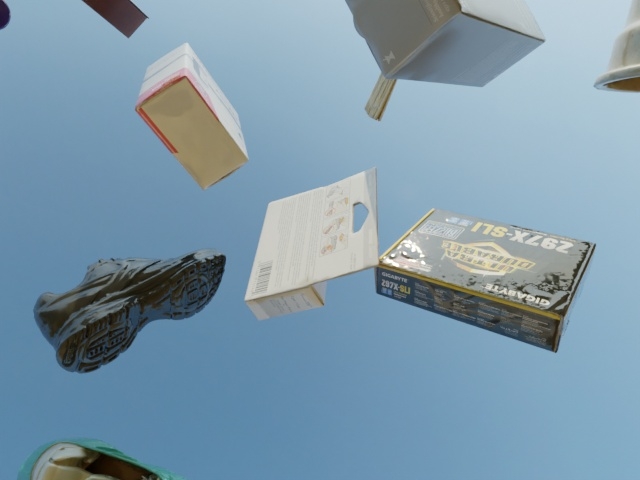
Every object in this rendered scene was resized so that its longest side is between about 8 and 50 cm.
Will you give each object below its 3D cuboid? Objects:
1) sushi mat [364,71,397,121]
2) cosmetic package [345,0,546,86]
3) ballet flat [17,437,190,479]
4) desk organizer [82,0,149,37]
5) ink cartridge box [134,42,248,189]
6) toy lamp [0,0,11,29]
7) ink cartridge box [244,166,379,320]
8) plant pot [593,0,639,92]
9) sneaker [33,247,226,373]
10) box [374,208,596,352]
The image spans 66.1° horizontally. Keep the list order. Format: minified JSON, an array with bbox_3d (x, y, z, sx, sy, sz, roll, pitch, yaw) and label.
[{"bbox_3d":[0.167,-0.398,0.992,0.019,0.151,0.316,18,-66,-14],"label":"sushi mat"},{"bbox_3d":[0.141,-0.251,0.544,0.238,0.107,0.127,-18,-101,-50],"label":"cosmetic package"},{"bbox_3d":[-0.247,0.262,0.535,0.247,0.087,0.083,6,-121,18],"label":"ballet flat"},{"bbox_3d":[-0.333,-0.378,0.774,0.050,0.130,0.047,-45,-100,5],"label":"desk organizer"},{"bbox_3d":[-0.201,-0.205,0.788,0.092,0.218,0.158,-32,-55,5],"label":"ink cartridge box"},{"bbox_3d":[-0.578,-0.375,0.760,0.274,0.080,0.080,25,-112,24],"label":"toy lamp"},{"bbox_3d":[0.000,0.000,0.963,0.296,0.261,0.066,-83,-29,-48],"label":"ink cartridge box"},{"bbox_3d":[0.511,-0.338,0.550,0.334,0.334,0.305,-6,-77,-24],"label":"plant pot"},{"bbox_3d":[-0.258,0.064,0.702,0.130,0.109,0.286,34,-145,24],"label":"sneaker"},{"bbox_3d":[0.301,0.051,0.904,0.257,0.322,0.079,-34,-49,-44],"label":"box"}]
